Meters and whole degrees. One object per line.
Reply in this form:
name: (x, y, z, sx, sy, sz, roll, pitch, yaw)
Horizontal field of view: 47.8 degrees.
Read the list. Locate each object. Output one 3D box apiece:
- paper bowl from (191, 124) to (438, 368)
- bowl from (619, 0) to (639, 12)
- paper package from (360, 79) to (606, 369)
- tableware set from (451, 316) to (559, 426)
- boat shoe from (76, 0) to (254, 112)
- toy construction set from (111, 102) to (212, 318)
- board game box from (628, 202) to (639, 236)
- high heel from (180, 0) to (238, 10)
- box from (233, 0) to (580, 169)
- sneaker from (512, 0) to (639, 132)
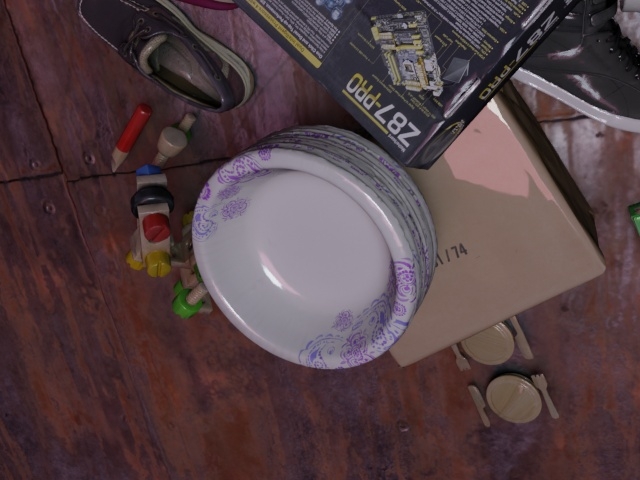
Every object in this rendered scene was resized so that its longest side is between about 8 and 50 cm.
paper bowl: (0.000, 0.000, 0.870, 0.284, 0.148, 0.284, 13, 123, 21)
bowl: (0.393, -0.297, 0.737, 0.156, 0.289, 0.289, 2, 115, 18)
paper package: (0.169, -0.033, 0.992, 0.325, 0.168, 0.309, -31, 103, 27)
tableware set: (0.288, 0.197, 1.139, 0.128, 0.039, 0.194, -18, 103, 35)
boat shoe: (-0.230, -0.277, 1.033, 0.285, 0.092, 0.102, 35, 119, -2)
toy construction set: (-0.223, -0.019, 1.102, 0.308, 0.257, 0.237, 55, 131, 11)
board game box: (0.583, 0.059, 0.984, 0.214, 0.046, 0.317, -21, 107, 24)
high heel: (-0.284, -0.404, 1.014, 0.377, 0.127, 0.181, 31, 157, -9)
box: (0.078, -0.325, 0.823, 0.395, 0.097, 0.318, 46, 108, 17)
sneaker: (0.343, -0.236, 0.861, 0.296, 0.104, 0.146, 25, 138, 4)
